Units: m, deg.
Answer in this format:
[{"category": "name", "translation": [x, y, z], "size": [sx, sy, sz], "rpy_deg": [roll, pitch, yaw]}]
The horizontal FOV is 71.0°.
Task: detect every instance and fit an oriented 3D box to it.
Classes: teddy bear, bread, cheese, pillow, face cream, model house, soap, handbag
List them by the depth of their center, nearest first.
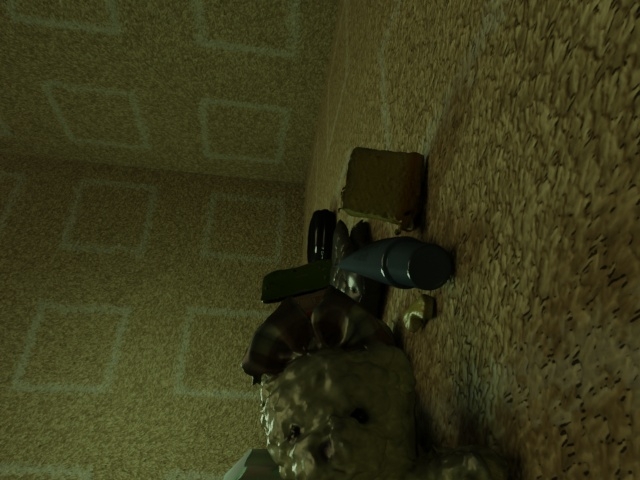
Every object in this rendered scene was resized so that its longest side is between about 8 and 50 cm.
[{"category": "teddy bear", "translation": [0.034, 0.277, 0.462], "size": [0.375, 0.327, 0.363], "rpy_deg": [-76, -35, -75]}, {"category": "cheese", "translation": [0.161, 0.122, 0.732], "size": [0.083, 0.030, 0.044], "rpy_deg": [114, 167, -53]}, {"category": "face cream", "translation": [0.123, 0.035, 0.825], "size": [0.385, 0.135, 0.087], "rpy_deg": [-175, 62, -80]}, {"category": "bread", "translation": [0.117, -0.094, 0.829], "size": [0.127, 0.147, 0.152], "rpy_deg": [-26, -51, -83]}, {"category": "pillow", "translation": [0.085, 0.100, 1.141], "size": [0.326, 0.101, 0.228], "rpy_deg": [-98, 12, -68]}, {"category": "soap", "translation": [-0.129, 0.759, 1.385], "size": [0.115, 0.346, 0.209], "rpy_deg": [-112, 27, -73]}, {"category": "model house", "translation": [-0.049, 0.195, 1.608], "size": [0.207, 0.293, 0.154], "rpy_deg": [-99, -5, -66]}, {"category": "handbag", "translation": [-0.001, 0.000, 1.956], "size": [0.308, 0.092, 0.254], "rpy_deg": [113, 161, -70]}]

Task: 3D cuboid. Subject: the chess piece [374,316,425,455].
[{"category": "chess piece", "translation": [0.079, 0.265, 0.799], "size": [0.330, 0.182, 0.183], "rpy_deg": [-85, 4, -58]}]
